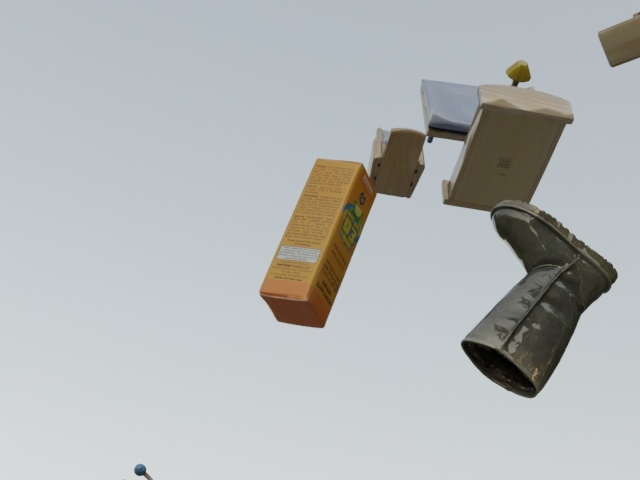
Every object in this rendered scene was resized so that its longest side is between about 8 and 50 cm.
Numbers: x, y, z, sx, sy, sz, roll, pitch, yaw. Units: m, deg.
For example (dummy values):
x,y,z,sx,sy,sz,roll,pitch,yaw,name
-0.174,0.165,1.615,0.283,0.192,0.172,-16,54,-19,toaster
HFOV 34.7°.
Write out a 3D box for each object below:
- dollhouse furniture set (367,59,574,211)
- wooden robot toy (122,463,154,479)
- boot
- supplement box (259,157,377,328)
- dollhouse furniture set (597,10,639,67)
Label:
x,y,z,sx,sy,sz,roll,pitch,yaw,name
0.227,-0.223,1.592,0.286,0.303,0.198,9,-47,-7,dollhouse furniture set
-0.133,0.277,1.009,0.079,0.076,0.173,7,-21,28,wooden robot toy
0.229,0.063,1.202,0.190,0.208,0.076,35,-27,24,boot
0.000,0.000,1.394,0.080,0.233,0.078,4,-33,26,supplement box
0.354,-0.336,1.114,0.212,0.161,0.242,-17,-81,47,dollhouse furniture set
